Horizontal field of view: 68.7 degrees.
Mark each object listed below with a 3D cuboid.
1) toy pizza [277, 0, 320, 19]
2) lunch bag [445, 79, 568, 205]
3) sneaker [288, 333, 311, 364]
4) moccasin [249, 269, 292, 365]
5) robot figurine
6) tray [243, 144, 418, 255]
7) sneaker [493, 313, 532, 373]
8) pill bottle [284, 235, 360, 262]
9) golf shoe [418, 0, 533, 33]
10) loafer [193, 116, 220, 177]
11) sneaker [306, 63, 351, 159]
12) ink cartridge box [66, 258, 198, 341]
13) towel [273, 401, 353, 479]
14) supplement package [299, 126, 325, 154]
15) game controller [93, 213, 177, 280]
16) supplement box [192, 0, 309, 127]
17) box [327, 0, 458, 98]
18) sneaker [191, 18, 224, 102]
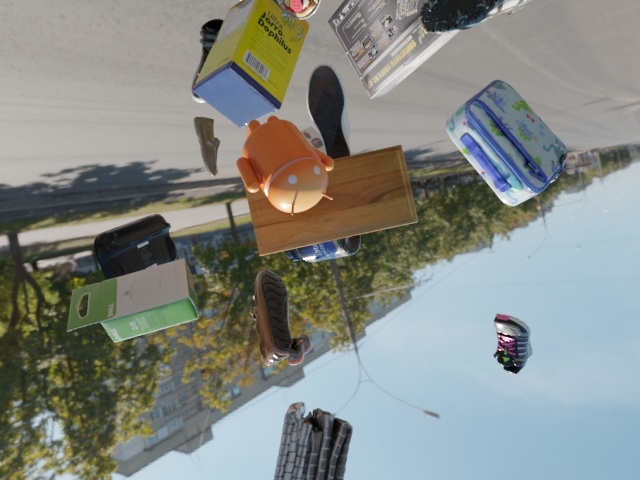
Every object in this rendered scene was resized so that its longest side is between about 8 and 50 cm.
[{"bbox_3d":[-0.071,-0.663,1.179,0.032,0.201,0.201,-34,-166,-33],"label":"toy pizza"},{"bbox_3d":[0.352,-0.184,0.885,0.176,0.219,0.090,-37,178,-33],"label":"lunch bag"},{"bbox_3d":[-0.070,0.344,1.551,0.061,0.064,0.158,-8,-162,13],"label":"sneaker"},{"bbox_3d":[-0.189,0.276,1.738,0.139,0.379,0.147,16,133,-39],"label":"moccasin"},{"bbox_3d":[-0.066,-0.145,0.903,0.128,0.219,0.158,-43,153,21],"label":"robot figurine"},{"bbox_3d":[0.025,-0.102,1.213,0.412,0.202,0.076,-12,180,-1],"label":"tray"},{"bbox_3d":[0.382,0.213,0.943,0.063,0.170,0.074,13,-122,42],"label":"sneaker"},{"bbox_3d":[0.000,0.000,1.417,0.219,0.122,0.123,-13,-179,33],"label":"pill bottle"},{"bbox_3d":[0.239,-0.334,0.649,0.198,0.077,0.094,-17,170,26],"label":"golf shoe"},{"bbox_3d":[-0.261,-0.223,1.114,0.050,0.147,0.056,-17,-155,-15],"label":"loafer"},{"bbox_3d":[0.024,-0.359,1.321,0.106,0.289,0.123,-7,-145,6],"label":"sneaker"},{"bbox_3d":[-0.338,0.115,0.857,0.210,0.062,0.109,-16,-138,-9],"label":"ink cartridge box"},{"bbox_3d":[-0.026,0.452,0.866,0.122,0.283,0.235,10,162,0],"label":"towel"},{"bbox_3d":[-0.047,-0.258,1.597,0.149,0.194,0.203,-39,-174,25],"label":"supplement package"},{"bbox_3d":[-0.511,0.028,1.328,0.067,0.166,0.319,-4,-167,14],"label":"game controller"},{"bbox_3d":[-0.204,-0.560,1.427,0.194,0.356,0.195,-9,147,44],"label":"supplement box"},{"bbox_3d":[0.131,-0.401,0.859,0.056,0.182,0.231,-30,180,-33],"label":"box"},{"bbox_3d":[-0.368,-0.603,1.541,0.105,0.295,0.146,12,156,6],"label":"sneaker"}]
